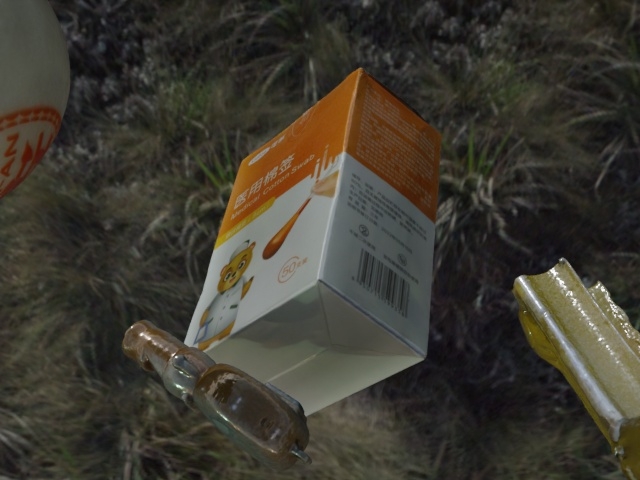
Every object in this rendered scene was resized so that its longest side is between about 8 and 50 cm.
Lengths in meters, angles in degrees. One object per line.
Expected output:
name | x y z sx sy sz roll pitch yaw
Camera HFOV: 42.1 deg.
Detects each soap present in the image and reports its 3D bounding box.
soap | 0.404 0.190 1.175 0.143 0.259 0.281 -32 44 11

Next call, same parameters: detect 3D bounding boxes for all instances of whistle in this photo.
whistle | -0.088 0.130 0.722 0.220 0.107 0.057 26 68 32

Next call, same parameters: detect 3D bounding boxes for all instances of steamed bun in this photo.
steamed bun | -0.273 -0.089 0.579 0.232 0.232 0.145 -42 83 -9

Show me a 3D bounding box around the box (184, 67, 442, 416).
box | 0.000 0.000 0.903 0.143 0.225 0.341 38 40 -24
